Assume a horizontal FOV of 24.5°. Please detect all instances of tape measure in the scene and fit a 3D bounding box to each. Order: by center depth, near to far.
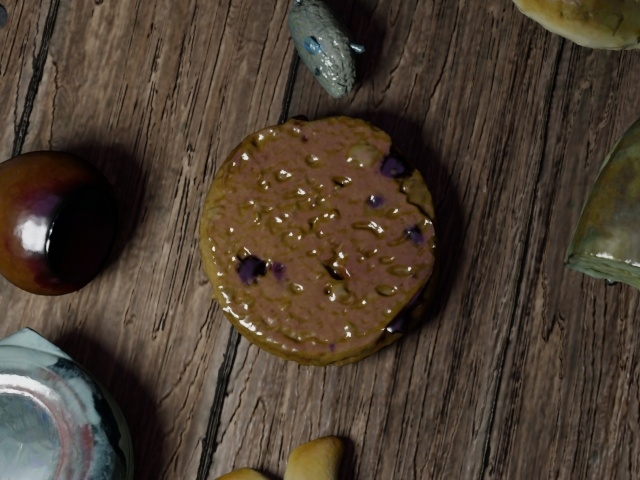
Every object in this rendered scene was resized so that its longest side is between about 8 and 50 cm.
[{"bbox_3d":[-0.338,0.239,1.624,0.256,0.147,0.275,-28,71,-3],"label":"tape measure"}]

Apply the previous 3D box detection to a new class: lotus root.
[{"bbox_3d":[0.439,-0.055,1.606,0.267,0.149,0.260,21,80,8],"label":"lotus root"}]

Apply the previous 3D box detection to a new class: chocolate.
[{"bbox_3d":[-0.318,-0.024,1.689,0.177,0.177,0.176,-1,77,6],"label":"chocolate"}]

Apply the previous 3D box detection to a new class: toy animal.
[{"bbox_3d":[-0.018,-0.281,1.744,0.070,0.079,0.253,-21,76,-21],"label":"toy animal"}]

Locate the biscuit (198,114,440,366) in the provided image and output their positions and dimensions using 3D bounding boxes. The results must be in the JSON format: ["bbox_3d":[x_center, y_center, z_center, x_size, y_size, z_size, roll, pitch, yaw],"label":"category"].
[{"bbox_3d":[0.000,0.001,1.676,0.296,0.075,0.295,0,77,1],"label":"biscuit"}]

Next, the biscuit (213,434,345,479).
[{"bbox_3d":[-0.024,0.320,1.588,0.164,0.047,0.208,-22,55,-1],"label":"biscuit"}]

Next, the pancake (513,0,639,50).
[{"bbox_3d":[0.357,-0.391,1.641,0.387,0.082,0.386,-2,108,-7],"label":"pancake"}]
